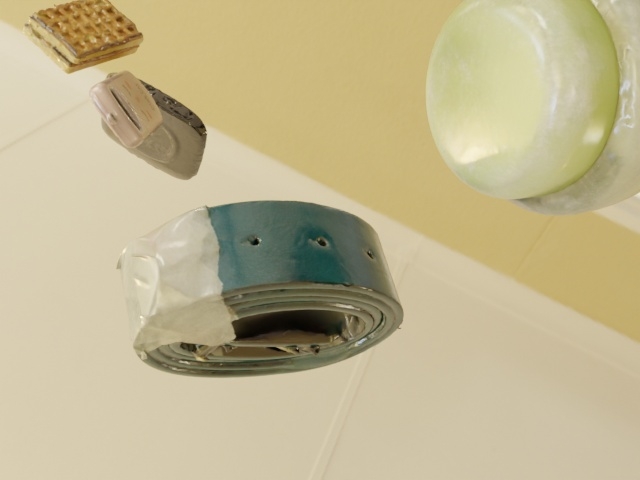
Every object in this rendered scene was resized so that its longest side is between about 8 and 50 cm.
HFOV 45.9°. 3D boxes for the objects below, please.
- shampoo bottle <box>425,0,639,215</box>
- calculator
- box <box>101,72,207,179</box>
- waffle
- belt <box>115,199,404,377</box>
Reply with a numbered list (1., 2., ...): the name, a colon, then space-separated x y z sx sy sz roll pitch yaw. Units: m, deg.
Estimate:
1. shampoo bottle: 0.324 -0.197 0.971 0.317 0.322 0.322 -11 -133 -28
2. calculator: -0.276 -0.189 1.080 0.100 0.032 0.175 55 -167 -16
3. box: -0.303 -0.197 1.351 0.212 0.201 0.042 32 -123 2
4. waffle: -0.340 -0.300 1.094 0.102 0.042 0.148 41 -141 6
5. belt: -0.078 0.079 1.131 0.437 0.300 0.173 3 -125 -38
